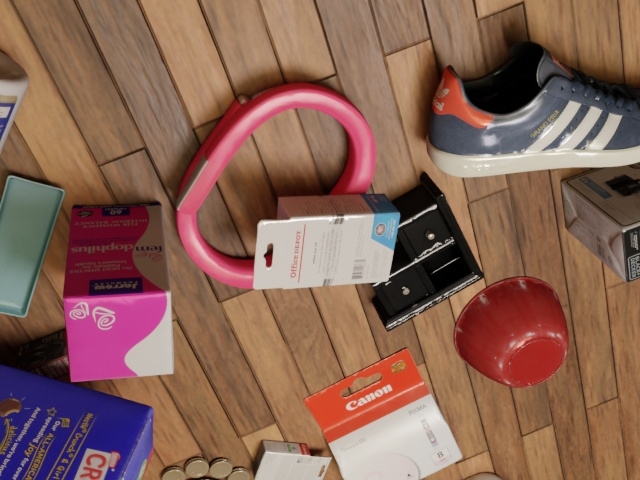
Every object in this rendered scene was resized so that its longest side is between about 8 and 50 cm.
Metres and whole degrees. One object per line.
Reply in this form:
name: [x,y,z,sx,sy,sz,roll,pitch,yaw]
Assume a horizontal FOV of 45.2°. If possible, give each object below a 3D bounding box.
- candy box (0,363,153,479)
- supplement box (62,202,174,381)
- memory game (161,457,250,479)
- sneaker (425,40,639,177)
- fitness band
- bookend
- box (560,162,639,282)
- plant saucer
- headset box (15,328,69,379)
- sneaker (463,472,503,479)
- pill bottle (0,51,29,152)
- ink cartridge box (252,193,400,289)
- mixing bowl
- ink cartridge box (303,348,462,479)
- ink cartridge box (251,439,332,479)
candy box: [-0.388,0.289,0.890,0.317,0.268,0.122,14,135,6]
supplement box: [-0.232,0.052,0.890,0.111,0.220,0.114,-3,120,-14]
memory game: [-0.193,0.418,1.234,0.186,0.012,0.186,-7,121,-11]
sneaker: [0.307,-0.177,0.959,0.350,0.131,0.148,-10,125,-9]
fitness band: [-0.059,-0.066,0.974,0.209,0.054,0.291,28,110,-30]
bookend: [0.119,0.017,1.054,0.156,0.072,0.157,-29,122,3]
box: [0.505,-0.063,1.060,0.290,0.169,0.087,-19,120,-3]
plant saucer: [-0.373,0.009,0.948,0.067,0.018,0.192,16,113,-23]
headset box: [-0.353,0.153,1.009,0.083,0.062,0.032,-21,123,-2]
sneaker: [0.224,0.558,1.294,0.323,0.236,0.130,-31,122,3]
pill bottle: [-0.395,-0.113,0.816,0.112,0.112,0.186,21,111,-25]
ink cartridge box: [0.000,0.000,0.964,0.180,0.060,0.104,-2,122,-17]
mixing bowl: [0.307,0.156,1.170,0.181,0.098,0.181,-7,120,-12]
ink cartridge box: [0.104,0.305,1.227,0.189,0.066,0.232,-27,127,1]
ink cartridge box: [-0.046,0.356,1.229,0.115,0.029,0.063,11,115,-22]
